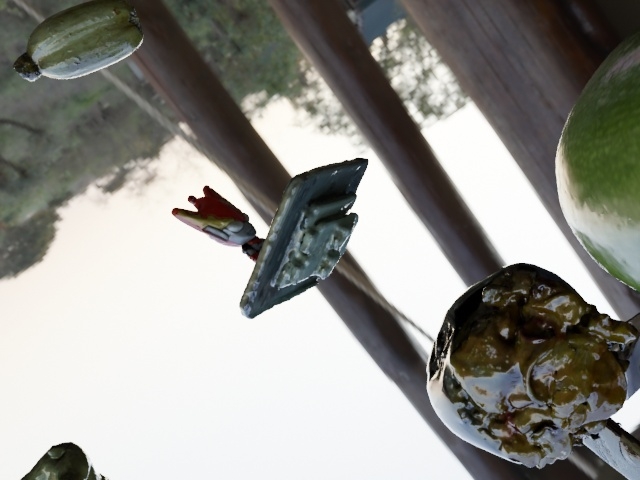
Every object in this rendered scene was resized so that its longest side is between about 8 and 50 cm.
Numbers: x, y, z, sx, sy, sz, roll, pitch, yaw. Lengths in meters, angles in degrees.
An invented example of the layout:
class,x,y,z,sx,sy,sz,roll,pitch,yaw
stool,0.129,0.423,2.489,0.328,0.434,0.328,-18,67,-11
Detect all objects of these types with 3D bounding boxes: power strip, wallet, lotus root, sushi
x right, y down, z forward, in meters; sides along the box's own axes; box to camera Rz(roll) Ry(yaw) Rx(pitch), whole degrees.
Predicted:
class,x,y,z,sx,sy,sz,roll,pitch,yaw
power strip,0.000,0.000,1.101,0.213,0.065,0.198,-27,144,-61
wallet,0.568,0.402,1.603,0.031,0.121,0.232,-32,-135,-18
lotus root,-0.333,-0.271,1.212,0.183,0.090,0.077,-28,-165,-11
sushi,0.233,0.139,0.984,0.204,0.200,0.213,120,-13,-88

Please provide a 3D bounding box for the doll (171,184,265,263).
class,x,y,z,sx,sy,sz,roll,pitch,yaw
doll,-0.132,-0.015,1.328,0.057,0.169,0.109,-51,179,32

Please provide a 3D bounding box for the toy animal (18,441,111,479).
class,x,y,z,sx,sy,sz,roll,pitch,yaw
toy animal,-0.319,0.327,1.156,0.103,0.218,0.101,7,-124,15

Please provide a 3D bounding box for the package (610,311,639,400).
class,x,y,z,sx,sy,sz,roll,pitch,yaw
package,0.662,0.229,1.859,0.251,0.204,0.062,-45,-128,-16

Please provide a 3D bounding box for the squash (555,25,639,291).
class,x,y,z,sx,sy,sz,roll,pitch,yaw
squash,0.301,-0.050,0.651,0.309,0.310,0.310,-22,-160,51
